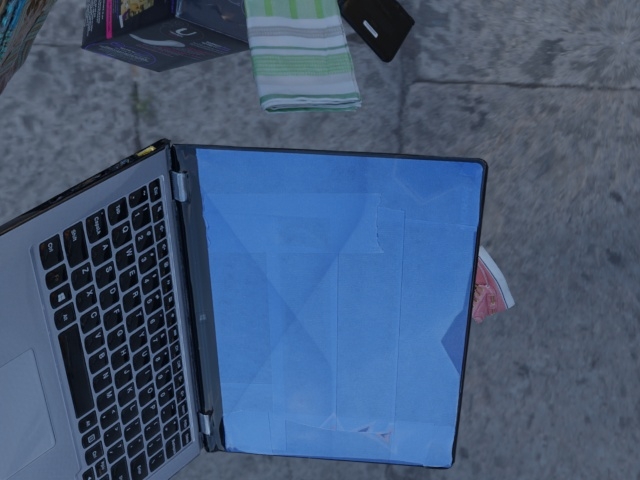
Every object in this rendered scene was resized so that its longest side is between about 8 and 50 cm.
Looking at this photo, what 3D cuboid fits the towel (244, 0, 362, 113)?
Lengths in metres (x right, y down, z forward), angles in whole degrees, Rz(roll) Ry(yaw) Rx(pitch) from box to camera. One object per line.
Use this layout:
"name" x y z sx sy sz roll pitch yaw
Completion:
"towel" -0.021 -0.208 1.069 0.113 0.023 0.152 -3 65 -16

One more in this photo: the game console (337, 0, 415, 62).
"game console" 0.062 -0.312 1.287 0.071 0.122 0.107 19 75 48

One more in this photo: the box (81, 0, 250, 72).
"box" -0.232 -0.367 1.527 0.270 0.165 0.143 -1 82 46

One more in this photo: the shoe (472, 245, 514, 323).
"shoe" 0.280 0.082 1.708 0.081 0.178 0.063 -31 50 3

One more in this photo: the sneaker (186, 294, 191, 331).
"sneaker" -0.209 0.082 1.169 0.123 0.290 0.106 -40 75 -13

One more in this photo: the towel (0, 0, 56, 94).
"towel" -0.281 -0.237 0.963 0.040 0.271 0.370 32 131 -15

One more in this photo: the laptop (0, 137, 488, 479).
"laptop" -0.082 0.133 0.842 0.236 0.408 0.381 26 134 32
